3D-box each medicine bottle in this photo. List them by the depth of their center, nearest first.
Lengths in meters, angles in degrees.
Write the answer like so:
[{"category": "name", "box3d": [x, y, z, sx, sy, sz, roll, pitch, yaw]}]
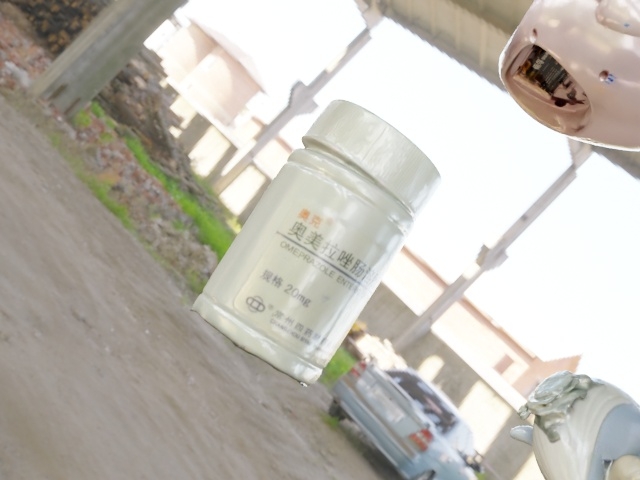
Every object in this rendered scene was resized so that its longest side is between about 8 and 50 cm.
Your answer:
[{"category": "medicine bottle", "box3d": [0.000, 0.000, 0.992, 0.190, 0.332, 0.190, 32, -4, 3]}]

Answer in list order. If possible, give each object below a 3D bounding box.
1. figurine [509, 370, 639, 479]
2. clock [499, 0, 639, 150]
[{"category": "figurine", "box3d": [0.202, 0.177, 0.521, 0.208, 0.128, 0.183, -17, 77, -55]}, {"category": "clock", "box3d": [0.521, -0.310, 1.371, 0.377, 0.250, 0.368, 35, -11, 5]}]
